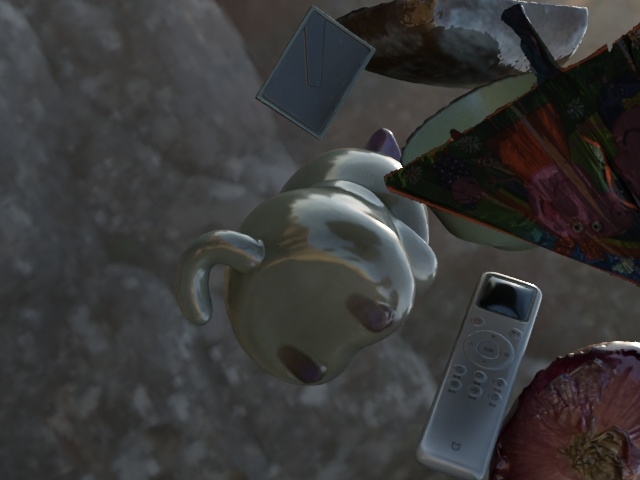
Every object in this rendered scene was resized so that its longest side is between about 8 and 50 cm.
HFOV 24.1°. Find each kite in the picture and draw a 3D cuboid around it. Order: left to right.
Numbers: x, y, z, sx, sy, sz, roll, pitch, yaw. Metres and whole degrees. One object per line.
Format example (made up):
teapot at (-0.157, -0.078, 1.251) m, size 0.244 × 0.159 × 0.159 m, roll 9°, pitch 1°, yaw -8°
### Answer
kite at (0.181, -0.053, 1.005) m, size 0.234 × 0.321 × 0.016 m, roll 56°, pitch 43°, yaw -4°

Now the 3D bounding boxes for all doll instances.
doll at (0.015, 0.021, 1.719) m, size 0.226 × 0.215 × 0.370 m, roll 40°, pitch 26°, yaw 7°

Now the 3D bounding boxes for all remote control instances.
remote control at (0.153, 0.120, 1.416) m, size 0.261 × 0.067 × 0.029 m, roll -63°, pitch 168°, yaw -46°

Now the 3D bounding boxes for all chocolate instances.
chocolate at (0.146, -0.194, 1.542) m, size 0.254 × 0.157 × 0.080 m, roll -2°, pitch 87°, yaw -39°

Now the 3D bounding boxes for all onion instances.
onion at (0.283, 0.221, 1.482) m, size 0.248 × 0.248 × 0.161 m, roll 64°, pitch 9°, yaw 15°

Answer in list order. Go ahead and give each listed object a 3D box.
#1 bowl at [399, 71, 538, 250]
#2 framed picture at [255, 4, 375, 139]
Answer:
bowl at (0.192, -0.066, 1.438) m, size 0.211 × 0.211 × 0.112 m, roll -93°, pitch 159°, yaw -62°
framed picture at (-0.004, -0.135, 1.214) m, size 0.066 × 0.089 × 0.006 m, roll 32°, pitch -5°, yaw -15°
